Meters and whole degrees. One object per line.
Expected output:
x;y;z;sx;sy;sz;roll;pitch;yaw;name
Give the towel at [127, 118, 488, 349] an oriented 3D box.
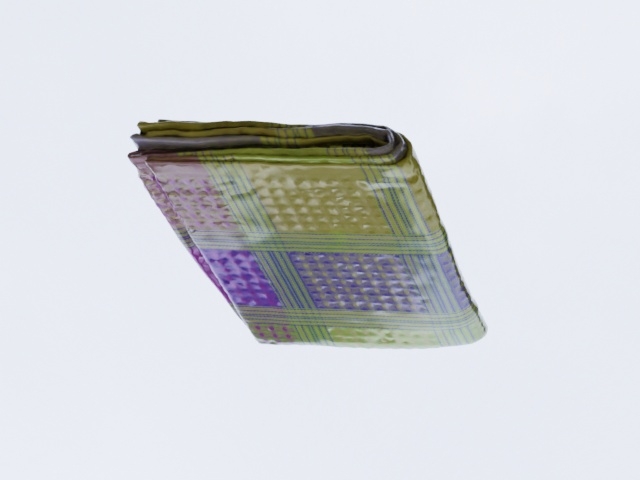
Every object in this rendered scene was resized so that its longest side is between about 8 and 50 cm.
0.000;0.000;0.408;0.060;0.083;0.009;0;-121;20;towel
